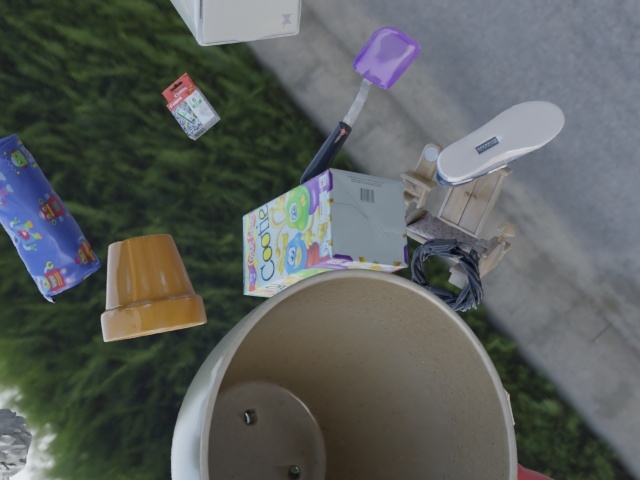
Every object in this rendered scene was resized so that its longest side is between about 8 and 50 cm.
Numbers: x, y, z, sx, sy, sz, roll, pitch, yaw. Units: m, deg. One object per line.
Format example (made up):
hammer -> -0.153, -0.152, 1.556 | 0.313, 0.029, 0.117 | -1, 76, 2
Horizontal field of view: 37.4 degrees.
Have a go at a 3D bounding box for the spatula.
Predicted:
spatula -> 0.051, -0.209, 1.527 | 0.084, 0.296, 0.030 | 29, -173, -24

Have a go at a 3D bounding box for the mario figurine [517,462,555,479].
mario figurine -> 0.265, 0.491, 1.514 | 0.170, 0.320, 0.198 | 57, -172, -41

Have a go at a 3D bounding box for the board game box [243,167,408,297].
board game box -> 0.000, 0.000, 1.520 | 0.275, 0.144, 0.142 | -24, 63, 55

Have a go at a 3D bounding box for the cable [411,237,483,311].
cable -> 0.250, 0.069, 1.857 | 0.184, 0.047, 0.150 | -9, 106, 53

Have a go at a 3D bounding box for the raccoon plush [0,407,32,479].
raccoon plush -> -0.479, 0.164, 0.825 | 0.299, 0.446, 0.216 | 174, 92, -69

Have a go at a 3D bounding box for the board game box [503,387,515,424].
board game box -> 0.179, 0.279, 1.312 | 0.045, 0.193, 0.147 | 51, 174, 30

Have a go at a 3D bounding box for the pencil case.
pencil case -> -0.531, -0.042, 1.737 | 0.133, 0.119, 0.306 | -21, 107, 33

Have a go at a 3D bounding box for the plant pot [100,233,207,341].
plant pot -> -0.343, 0.091, 1.880 | 0.205, 0.205, 0.188 | 147, 113, -78

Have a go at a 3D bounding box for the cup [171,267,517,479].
cup -> -0.011, 0.210, 0.916 | 0.331, 0.331, 0.237 | 53, 148, -10

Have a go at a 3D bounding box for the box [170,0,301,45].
box -> -0.146, -0.396, 1.300 | 0.311, 0.148, 0.121 | -125, 31, -44

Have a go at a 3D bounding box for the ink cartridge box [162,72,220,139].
ink cartridge box -> -0.236, -0.242, 1.682 | 0.115, 0.063, 0.029 | 54, -171, 15

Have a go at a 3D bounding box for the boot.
boot -> 0.248, -0.135, 1.332 | 0.086, 0.190, 0.069 | 65, -178, -82

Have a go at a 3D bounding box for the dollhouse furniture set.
dollhouse furniture set -> 0.265, -0.080, 2.011 | 0.303, 0.173, 0.355 | 28, -156, 18
